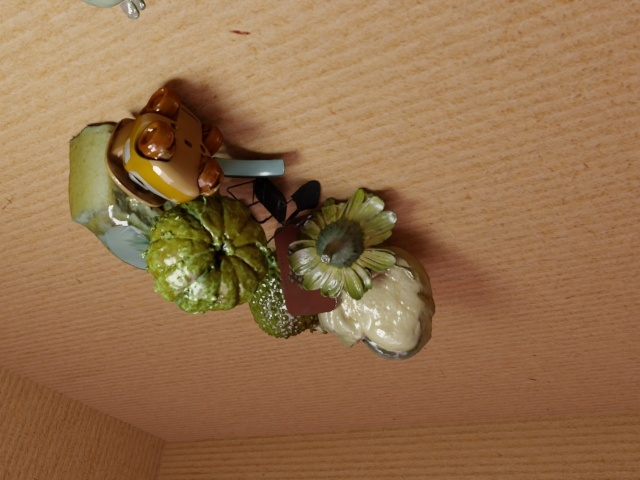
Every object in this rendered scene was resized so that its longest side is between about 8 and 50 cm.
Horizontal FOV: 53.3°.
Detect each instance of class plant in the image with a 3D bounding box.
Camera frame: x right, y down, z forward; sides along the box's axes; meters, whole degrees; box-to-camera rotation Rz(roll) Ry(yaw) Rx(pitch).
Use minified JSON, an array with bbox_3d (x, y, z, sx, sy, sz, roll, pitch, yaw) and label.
[{"bbox_3d":[0.027,0.005,1.688,0.297,0.306,0.261,-1,-157,-47],"label":"plant"}]

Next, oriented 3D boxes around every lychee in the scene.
[{"bbox_3d":[-0.101,0.180,2.018,0.269,0.270,0.320,-5,109,18],"label":"lychee"}]

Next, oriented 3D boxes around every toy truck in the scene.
[{"bbox_3d":[-0.356,-0.207,1.474,0.211,0.288,0.204,-28,135,26],"label":"toy truck"}]

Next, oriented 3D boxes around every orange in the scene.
[{"bbox_3d":[-0.277,0.042,1.553,0.300,0.301,0.223,52,149,-4],"label":"orange"}]

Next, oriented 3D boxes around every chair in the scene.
[{"bbox_3d":[-0.126,-0.107,1.723,0.145,0.221,0.140,46,154,19],"label":"chair"}]

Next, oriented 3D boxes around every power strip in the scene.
[{"bbox_3d":[-0.201,-0.182,1.603,0.215,0.044,0.137,-1,-179,-15],"label":"power strip"}]

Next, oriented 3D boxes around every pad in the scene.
[{"bbox_3d":[-0.046,0.081,1.832,0.181,0.267,0.004,-12,178,33],"label":"pad"}]

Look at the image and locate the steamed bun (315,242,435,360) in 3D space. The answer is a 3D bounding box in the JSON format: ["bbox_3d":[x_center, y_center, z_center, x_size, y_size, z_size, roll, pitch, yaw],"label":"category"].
[{"bbox_3d":[0.160,0.167,1.877,0.372,0.325,0.230,14,176,14],"label":"steamed bun"}]

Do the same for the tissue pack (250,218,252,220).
[{"bbox_3d":[-0.270,-0.029,1.839,0.156,0.051,0.112,-37,143,-6],"label":"tissue pack"}]

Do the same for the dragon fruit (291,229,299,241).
[{"bbox_3d":[0.008,-0.001,1.851,0.192,0.123,0.092,-11,170,24],"label":"dragon fruit"}]

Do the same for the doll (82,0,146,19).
[{"bbox_3d":[-0.441,-0.515,1.161,0.275,0.113,0.155,23,153,-34],"label":"doll"}]

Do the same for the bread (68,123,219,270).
[{"bbox_3d":[-0.491,-0.093,1.673,0.395,0.264,0.239,29,145,-32],"label":"bread"}]
